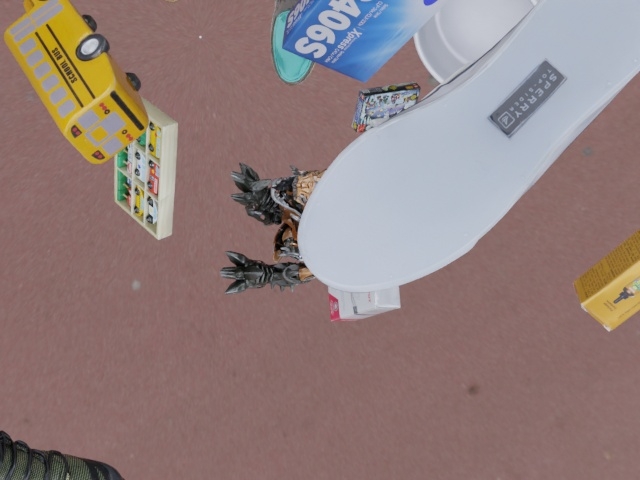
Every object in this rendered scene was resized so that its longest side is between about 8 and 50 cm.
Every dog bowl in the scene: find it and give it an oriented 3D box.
[{"bbox_3d":[0.315,-0.404,1.702,0.264,0.104,0.265,18,134,20],"label":"dog bowl"}]

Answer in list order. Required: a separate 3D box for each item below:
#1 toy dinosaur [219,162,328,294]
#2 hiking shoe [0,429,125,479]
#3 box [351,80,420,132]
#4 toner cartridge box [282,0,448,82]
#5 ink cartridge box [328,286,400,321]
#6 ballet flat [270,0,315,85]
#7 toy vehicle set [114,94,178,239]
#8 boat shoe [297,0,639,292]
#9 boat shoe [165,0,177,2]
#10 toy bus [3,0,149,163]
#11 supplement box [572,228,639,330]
[{"bbox_3d":[0.000,0.000,1.126,0.218,0.164,0.322,-2,141,20],"label":"toy dinosaur"},{"bbox_3d":[-0.281,0.211,0.782,0.226,0.114,0.086,8,58,-11],"label":"hiking shoe"},{"bbox_3d":[0.137,-0.278,1.878,0.137,0.027,0.094,-13,139,-24],"label":"box"},{"bbox_3d":[0.088,-0.383,1.391,0.165,0.348,0.075,17,63,-22],"label":"toner cartridge box"},{"bbox_3d":[0.080,0.087,1.692,0.063,0.150,0.109,6,73,-33],"label":"ink cartridge box"},{"bbox_3d":[-0.047,-0.477,1.843,0.107,0.106,0.316,3,102,3],"label":"ballet flat"},{"bbox_3d":[-0.358,-0.155,1.828,0.035,0.166,0.267,-24,136,-38],"label":"toy vehicle set"},{"bbox_3d":[0.136,-0.093,0.789,0.367,0.156,0.136,-45,84,6],"label":"boat shoe"},{"bbox_3d":[-0.349,-0.567,1.649,0.122,0.120,0.324,-28,134,26],"label":"boat shoe"},{"bbox_3d":[-0.377,-0.270,1.370,0.130,0.333,0.108,-38,145,-2],"label":"toy bus"},{"bbox_3d":[0.498,0.031,1.364,0.078,0.080,0.233,39,113,-19],"label":"supplement box"}]
